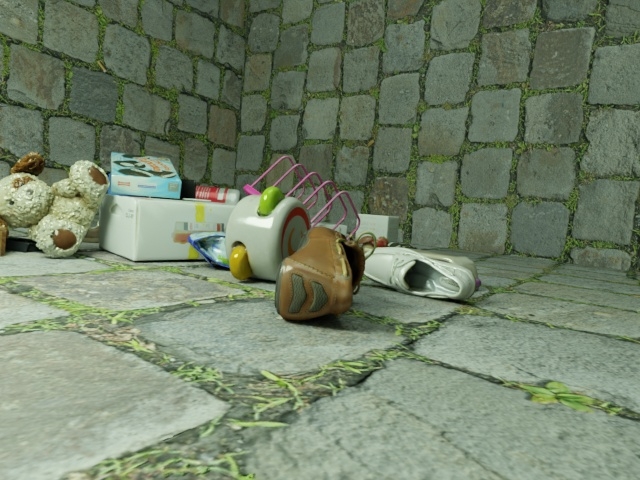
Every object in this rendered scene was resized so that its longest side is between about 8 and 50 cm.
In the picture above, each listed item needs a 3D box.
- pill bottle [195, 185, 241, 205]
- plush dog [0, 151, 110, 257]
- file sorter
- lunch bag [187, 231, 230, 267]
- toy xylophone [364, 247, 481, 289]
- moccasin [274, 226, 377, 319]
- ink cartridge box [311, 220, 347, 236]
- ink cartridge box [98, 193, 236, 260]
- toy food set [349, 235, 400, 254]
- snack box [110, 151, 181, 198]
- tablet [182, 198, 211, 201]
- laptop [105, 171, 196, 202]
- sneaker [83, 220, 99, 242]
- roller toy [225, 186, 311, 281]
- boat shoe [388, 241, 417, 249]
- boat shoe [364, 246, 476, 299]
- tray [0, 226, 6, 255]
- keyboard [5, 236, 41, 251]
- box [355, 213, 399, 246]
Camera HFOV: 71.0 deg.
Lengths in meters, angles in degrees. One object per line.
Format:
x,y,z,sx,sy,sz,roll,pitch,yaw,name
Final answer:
-0.563,-0.130,1.982,0.408,0.229,0.229,5,4,-6,pill bottle
-0.687,-0.084,1.115,0.225,0.262,0.210,26,-29,-24,plush dog
-0.047,-0.101,1.368,0.291,0.182,0.202,36,-14,36,file sorter
-0.257,0.019,1.136,0.151,0.096,0.129,18,-2,-22,lunch bag
0.250,0.070,1.209,0.236,0.081,0.323,2,5,-40,toy xylophone
0.024,0.047,0.814,0.147,0.139,0.380,7,4,5,moccasin
0.000,0.000,1.557,0.127,0.128,0.176,4,3,-19,ink cartridge box
-0.402,-0.036,1.305,0.385,0.160,0.279,2,5,-44,ink cartridge box
0.151,0.017,1.457,0.128,0.071,0.218,-24,6,-31,toy food set
-0.551,-0.207,1.397,0.187,0.060,0.322,2,20,-26,snack box
-0.367,-0.120,1.329,0.054,0.006,0.083,2,3,-43,tablet
-0.580,-0.104,1.528,0.264,0.234,0.136,6,5,8,laptop
-0.785,-0.034,1.408,0.188,0.071,0.066,4,4,-30,sneaker
-0.120,-0.004,1.015,0.146,0.209,0.191,6,-9,23,roller toy
0.282,0.049,1.560,0.069,0.081,0.228,15,13,28,boat shoe
0.199,0.071,1.004,0.277,0.098,0.096,9,5,34,boat shoe
-0.921,-0.014,0.925,0.411,0.076,0.203,5,4,3,tray
-0.861,-0.002,1.153,0.317,0.033,0.201,6,4,16,keyboard
0.203,-0.007,1.628,0.130,0.170,0.091,8,6,35,box
